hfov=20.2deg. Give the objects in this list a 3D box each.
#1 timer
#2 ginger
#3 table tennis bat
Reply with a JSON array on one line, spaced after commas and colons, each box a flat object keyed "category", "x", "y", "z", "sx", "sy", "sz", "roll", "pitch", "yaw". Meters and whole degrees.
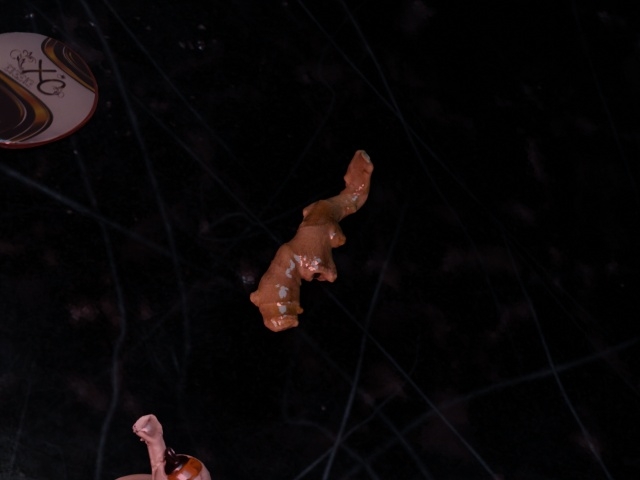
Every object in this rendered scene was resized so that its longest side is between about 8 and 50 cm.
[{"category": "timer", "x": -0.169, "y": 0.297, "z": 1.923, "sx": 0.175, "sy": 0.266, "sz": 0.175, "roll": 10, "pitch": 57, "yaw": -16}, {"category": "ginger", "x": 0.000, "y": 0.000, "z": 2.297, "sx": 0.089, "sy": 0.075, "sz": 0.288, "roll": 21, "pitch": 56, "yaw": 21}, {"category": "table tennis bat", "x": -0.423, "y": -0.180, "z": 2.277, "sx": 0.301, "sy": 0.022, "sz": 0.173, "roll": -20, "pitch": 68, "yaw": -32}]
